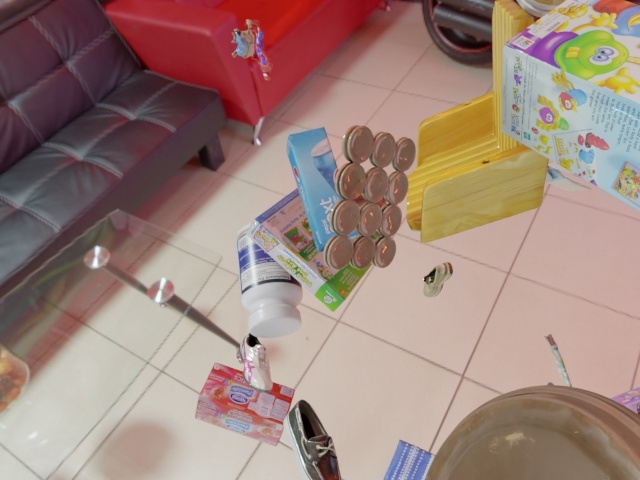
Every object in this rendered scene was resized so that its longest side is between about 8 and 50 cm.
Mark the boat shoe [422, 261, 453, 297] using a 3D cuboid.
[{"bbox_3d":[0.375,0.133,1.710,0.072,0.190,0.068,-3,53,-16],"label":"boat shoe"}]

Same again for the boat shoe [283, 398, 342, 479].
[{"bbox_3d":[-0.009,0.428,1.035,0.077,0.070,0.219,6,35,-40],"label":"boat shoe"}]

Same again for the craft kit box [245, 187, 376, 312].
[{"bbox_3d":[0.000,0.000,1.119,0.246,0.061,0.250,40,37,5],"label":"craft kit box"}]

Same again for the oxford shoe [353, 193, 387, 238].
[{"bbox_3d":[0.122,-0.079,1.408,0.122,0.130,0.348,-17,18,6],"label":"oxford shoe"}]

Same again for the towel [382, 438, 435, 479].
[{"bbox_3d":[0.260,0.559,0.959,0.335,0.040,0.243,23,99,14],"label":"towel"}]

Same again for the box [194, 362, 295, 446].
[{"bbox_3d":[-0.218,0.474,1.471,0.256,0.123,0.128,19,37,0],"label":"box"}]

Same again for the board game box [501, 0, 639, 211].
[{"bbox_3d":[0.363,-0.153,0.582,0.142,0.144,0.275,-36,52,-9],"label":"board game box"}]

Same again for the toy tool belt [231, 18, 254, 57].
[{"bbox_3d":[-0.179,-0.457,1.158,0.051,0.083,0.052,-19,59,-19],"label":"toy tool belt"}]

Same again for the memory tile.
[{"bbox_3d":[0.052,-0.041,0.535,0.113,0.148,0.012,-1,16,-45],"label":"memory tile"}]

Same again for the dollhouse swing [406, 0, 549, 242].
[{"bbox_3d":[0.270,-0.241,0.993,0.315,0.305,0.347,-19,29,21],"label":"dollhouse swing"}]

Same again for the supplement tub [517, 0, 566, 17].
[{"bbox_3d":[0.365,-0.438,0.750,0.144,0.199,0.145,-1,84,11],"label":"supplement tub"}]

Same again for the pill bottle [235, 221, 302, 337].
[{"bbox_3d":[-0.125,0.094,1.255,0.153,0.153,0.265,-10,61,1],"label":"pill bottle"}]

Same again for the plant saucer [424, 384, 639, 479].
[{"bbox_3d":[0.183,0.256,0.439,0.278,0.041,0.278,-40,32,31],"label":"plant saucer"}]

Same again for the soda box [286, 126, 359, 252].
[{"bbox_3d":[0.001,-0.091,0.914,0.071,0.067,0.210,-15,79,-11],"label":"soda box"}]

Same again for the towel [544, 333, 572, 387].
[{"bbox_3d":[0.706,0.364,1.505,0.023,0.152,0.113,-20,2,17],"label":"towel"}]

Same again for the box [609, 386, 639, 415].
[{"bbox_3d":[0.468,0.362,0.794,0.293,0.057,0.201,-12,83,-18],"label":"box"}]

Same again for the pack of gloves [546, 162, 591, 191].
[{"bbox_3d":[0.682,-0.192,1.392,0.232,0.195,0.046,15,85,-23],"label":"pack of gloves"}]

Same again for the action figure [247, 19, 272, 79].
[{"bbox_3d":[-0.113,-0.352,0.950,0.030,0.038,0.115,-14,80,-26],"label":"action figure"}]

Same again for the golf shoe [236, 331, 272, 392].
[{"bbox_3d":[-0.170,0.318,1.338,0.067,0.086,0.186,8,26,-34],"label":"golf shoe"}]

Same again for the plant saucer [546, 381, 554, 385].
[{"bbox_3d":[0.315,0.259,0.583,0.067,0.018,0.192,-33,75,-30],"label":"plant saucer"}]
